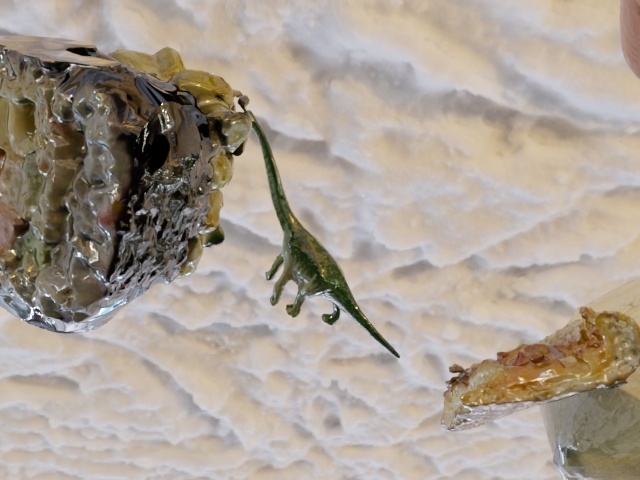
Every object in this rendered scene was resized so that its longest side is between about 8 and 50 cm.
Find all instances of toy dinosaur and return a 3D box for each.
[{"bbox_3d":[0.000,0.000,1.101,0.447,0.087,0.301,31,119,9],"label":"toy dinosaur"}]

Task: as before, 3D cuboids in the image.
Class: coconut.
[{"bbox_3d":[0.352,0.172,0.676,0.247,0.245,0.245,-24,138,-13],"label":"coconut"}]

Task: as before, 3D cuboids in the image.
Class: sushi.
[{"bbox_3d":[-0.249,-0.077,0.767,0.328,0.285,0.329,17,106,28],"label":"sushi"}]

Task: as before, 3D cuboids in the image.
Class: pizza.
[{"bbox_3d":[0.162,0.109,0.504,0.134,0.056,0.271,-19,162,-5],"label":"pizza"}]

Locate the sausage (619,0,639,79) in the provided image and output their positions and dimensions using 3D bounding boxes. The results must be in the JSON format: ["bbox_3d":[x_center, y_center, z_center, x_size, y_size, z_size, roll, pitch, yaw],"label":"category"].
[{"bbox_3d":[0.264,-0.203,0.425,0.113,0.114,0.259,-23,161,17],"label":"sausage"}]
